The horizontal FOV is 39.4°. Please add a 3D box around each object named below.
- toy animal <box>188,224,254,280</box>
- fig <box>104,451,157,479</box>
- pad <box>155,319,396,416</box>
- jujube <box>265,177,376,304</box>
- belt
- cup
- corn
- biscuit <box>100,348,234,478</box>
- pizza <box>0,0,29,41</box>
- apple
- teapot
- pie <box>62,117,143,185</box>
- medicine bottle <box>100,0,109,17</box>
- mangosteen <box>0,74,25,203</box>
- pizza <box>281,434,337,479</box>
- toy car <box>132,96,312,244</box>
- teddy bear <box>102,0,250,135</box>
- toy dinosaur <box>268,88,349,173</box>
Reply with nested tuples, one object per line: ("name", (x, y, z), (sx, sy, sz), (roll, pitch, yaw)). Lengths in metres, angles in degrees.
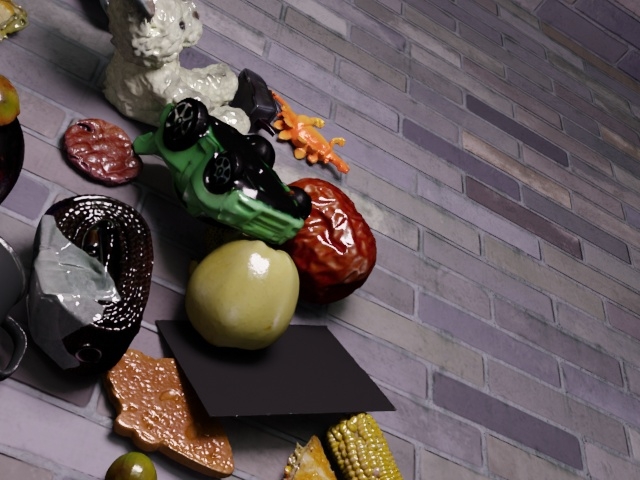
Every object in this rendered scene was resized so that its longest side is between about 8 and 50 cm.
("toy animal", (-0.179, 0.013, 1.641), (0.136, 0.073, 0.181), (12, 49, -22))
("fig", (-0.265, 0.333, 1.262), (0.074, 0.074, 0.088), (32, 20, -12))
("pad", (-0.073, 0.213, 1.515), (0.368, 0.007, 0.247), (5, 29, -36))
("jujube", (0.000, 0.000, 1.697), (0.213, 0.213, 0.232), (-5, 58, -43))
("belt", (-0.349, 0.053, 1.367), (0.184, 0.164, 0.289), (11, 42, -22))
("cup", (-0.494, 0.091, 1.237), (0.223, 0.169, 0.176), (50, 29, -14))
("corn", (0.091, 0.417, 1.460), (0.101, 0.101, 0.291), (3, 54, -38))
("biscuit", (-0.236, 0.259, 1.374), (0.280, 0.043, 0.183), (45, 40, 6))
("pizza", (-0.656, -0.391, 1.628), (0.288, 0.075, 0.280), (-12, 66, -48))
("apple", (-0.127, 0.091, 1.499), (0.200, 0.200, 0.200), (23, 42, -22))
("teapot", (-0.137, -0.298, 1.962), (0.096, 0.087, 0.177), (11, 47, -39))
("pie", (-0.401, -0.162, 1.647), (0.154, 0.038, 0.153), (23, 44, -24))
("medicine bottle", (-0.424, -0.618, 1.903), (0.245, 0.245, 0.290), (-15, 65, -47))
("mangosteen", (-0.558, -0.155, 1.291), (0.275, 0.302, 0.275), (23, 40, -21))
("pizza", (-0.019, 0.397, 1.416), (0.188, 0.062, 0.198), (37, 30, -26))
("toy car", (-0.179, -0.114, 1.588), (0.213, 0.176, 0.358), (24, 23, -48))
("teddy bear", (-0.256, -0.379, 1.712), (0.376, 0.362, 0.327), (5, 52, -30))
("toy dinosaur", (-0.046, -0.244, 2.003), (0.288, 0.070, 0.117), (46, 38, 14))
